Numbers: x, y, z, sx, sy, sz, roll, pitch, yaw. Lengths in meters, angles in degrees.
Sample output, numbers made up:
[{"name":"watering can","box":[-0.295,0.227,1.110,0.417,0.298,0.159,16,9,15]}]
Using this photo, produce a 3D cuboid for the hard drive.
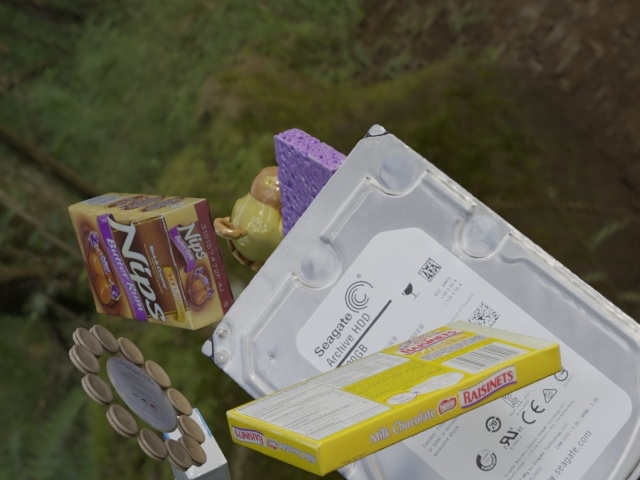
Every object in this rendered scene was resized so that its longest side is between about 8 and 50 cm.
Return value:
[{"name":"hard drive","box":[0.101,0.098,1.295,0.339,0.064,0.237,40,94,23]}]

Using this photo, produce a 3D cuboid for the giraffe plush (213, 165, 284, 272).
[{"name":"giraffe plush","box":[-0.025,-0.016,1.952,0.181,0.170,0.210,76,-144,-63]}]

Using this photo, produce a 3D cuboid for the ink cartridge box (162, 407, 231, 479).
[{"name":"ink cartridge box","box":[-0.145,0.273,2.020,0.052,0.122,0.088,-23,55,-14]}]

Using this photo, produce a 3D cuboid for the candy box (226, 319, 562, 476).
[{"name":"candy box","box":[0.051,0.100,1.120,0.206,0.027,0.105,-19,15,-32]}]

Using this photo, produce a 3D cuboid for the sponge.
[{"name":"sponge","box":[0.000,0.000,1.707,0.031,0.210,0.117,-19,30,-25]}]

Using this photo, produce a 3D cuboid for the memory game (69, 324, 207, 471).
[{"name":"memory game","box":[-0.182,0.156,1.686,0.012,0.186,0.186,-43,27,14]}]

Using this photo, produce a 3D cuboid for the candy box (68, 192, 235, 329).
[{"name":"candy box","box":[-0.155,0.016,1.534,0.053,0.109,0.187,-23,15,-33]}]
